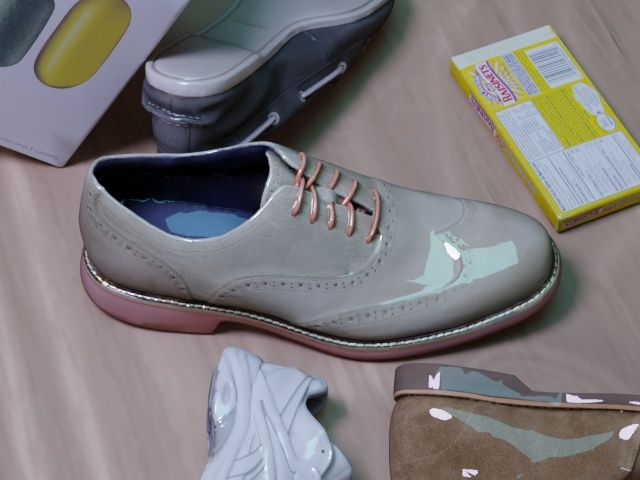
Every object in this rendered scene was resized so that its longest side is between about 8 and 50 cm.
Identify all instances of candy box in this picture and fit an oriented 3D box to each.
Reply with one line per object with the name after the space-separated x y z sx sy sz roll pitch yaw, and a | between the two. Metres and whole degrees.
0.208 -0.104 1.448 0.105 0.027 0.206 -21 56 -12 | candy box

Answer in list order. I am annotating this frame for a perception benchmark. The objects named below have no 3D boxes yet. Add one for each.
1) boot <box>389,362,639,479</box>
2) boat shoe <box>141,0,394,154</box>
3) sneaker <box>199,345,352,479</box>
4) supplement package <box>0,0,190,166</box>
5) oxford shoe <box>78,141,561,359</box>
0.201 0.170 1.217 0.305 0.112 0.115 5 72 9 | boot
-0.045 -0.157 1.433 0.112 0.095 0.335 21 35 25 | boat shoe
-0.034 0.183 1.199 0.115 0.090 0.232 7 56 -2 | sneaker
-0.241 -0.235 1.353 0.199 0.262 0.198 21 50 -24 | supplement package
0.000 0.000 1.294 0.397 0.146 0.140 0 53 -2 | oxford shoe
